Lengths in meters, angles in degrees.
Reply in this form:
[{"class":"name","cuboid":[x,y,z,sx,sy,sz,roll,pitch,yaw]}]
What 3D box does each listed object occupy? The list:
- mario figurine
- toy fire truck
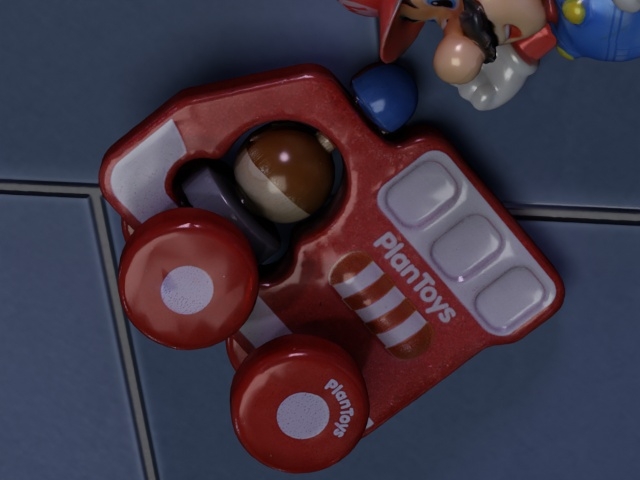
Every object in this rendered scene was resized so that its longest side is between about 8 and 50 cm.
[{"class":"mario figurine","cuboid":[0.161,-0.135,1.176,0.320,0.170,0.198,10,127,9]},{"class":"toy fire truck","cuboid":[0.000,0.000,1.342,0.254,0.169,0.302,-37,108,9]}]
